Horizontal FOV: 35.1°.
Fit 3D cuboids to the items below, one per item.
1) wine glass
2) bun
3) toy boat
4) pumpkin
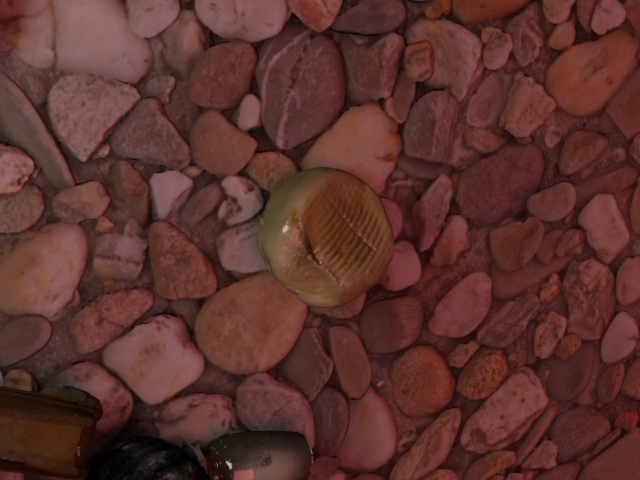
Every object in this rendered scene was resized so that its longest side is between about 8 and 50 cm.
[{"bbox_3d":[-0.121,0.372,1.672,0.204,0.111,0.111,-2,108,-27],"label":"wine glass"},{"bbox_3d":[0.000,0.000,1.600,0.229,0.145,0.229,15,66,-35],"label":"bun"},{"bbox_3d":[-0.508,0.239,1.395,0.445,0.162,0.136,18,81,-36],"label":"toy boat"},{"bbox_3d":[-0.259,0.412,1.546,0.163,0.233,0.233,-31,121,-38],"label":"pumpkin"}]
